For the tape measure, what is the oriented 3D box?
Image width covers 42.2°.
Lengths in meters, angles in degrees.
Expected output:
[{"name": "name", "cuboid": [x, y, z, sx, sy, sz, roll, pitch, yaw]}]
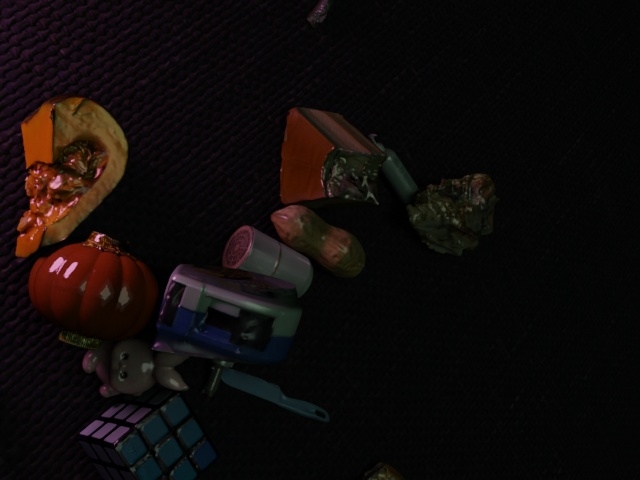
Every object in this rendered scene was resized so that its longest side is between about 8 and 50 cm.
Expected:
[{"name": "tape measure", "cuboid": [-0.167, 0.128, 1.510, 0.262, 0.259, 0.138, 11, 95, -6]}]

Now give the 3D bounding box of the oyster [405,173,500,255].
[{"name": "oyster", "cuboid": [0.347, -0.054, 2.061, 0.354, 0.107, 0.201, -10, 113, -37]}]

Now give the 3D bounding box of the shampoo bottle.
[{"name": "shampoo bottle", "cuboid": [0.169, -0.177, 1.988, 0.056, 0.056, 0.195, -49, 114, -30]}]

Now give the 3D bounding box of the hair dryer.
[{"name": "hair dryer", "cuboid": [-0.157, 0.164, 1.700, 0.173, 0.107, 0.357, 30, 78, -30]}]

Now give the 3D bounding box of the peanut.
[{"name": "peanut", "cuboid": [0.000, 0.000, 1.810, 0.263, 0.117, 0.101, 33, 59, -28]}]

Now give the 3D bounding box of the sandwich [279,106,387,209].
[{"name": "sandwich", "cuboid": [0.031, -0.189, 1.791, 0.155, 0.198, 0.227, 5, 84, -37]}]

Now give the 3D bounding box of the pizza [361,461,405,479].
[{"name": "pizza", "cuboid": [0.109, 0.644, 1.871, 0.297, 0.071, 0.189, -42, 112, -32]}]

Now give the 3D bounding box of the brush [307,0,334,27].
[{"name": "brush", "cuboid": [0.027, -0.567, 1.925, 0.034, 0.027, 0.190, 47, 60, -28]}]

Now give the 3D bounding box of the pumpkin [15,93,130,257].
[{"name": "pumpkin", "cuboid": [-0.464, -0.127, 1.442, 0.280, 0.139, 0.190, -51, 118, -31]}]

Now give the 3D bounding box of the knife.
[{"name": "knife", "cuboid": [-0.095, 0.330, 1.771, 0.313, 0.019, 0.044, 28, 62, -32]}]

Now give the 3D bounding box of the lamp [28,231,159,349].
[{"name": "lamp", "cuboid": [-0.389, 0.086, 1.433, 0.223, 0.223, 0.197, 19, 86, -35]}]

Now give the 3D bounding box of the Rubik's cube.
[{"name": "Rubik's cube", "cuboid": [-0.313, 0.375, 1.508, 0.162, 0.163, 0.161, -41, 111, -37]}]

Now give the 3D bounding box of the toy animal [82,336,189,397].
[{"name": "toy animal", "cuboid": [-0.329, 0.220, 1.478, 0.124, 0.212, 0.124, 9, 77, -44]}]
